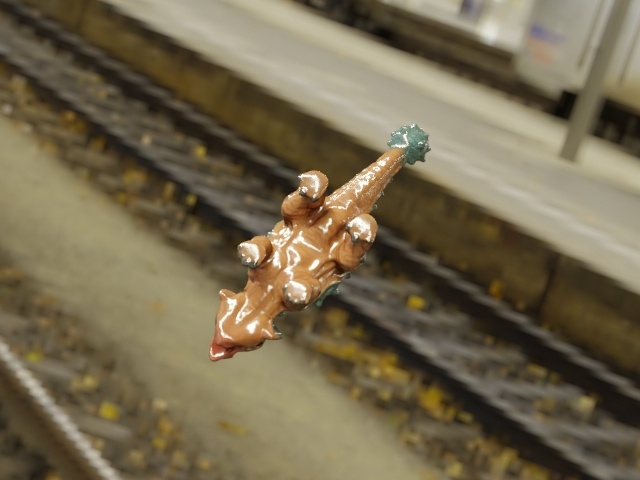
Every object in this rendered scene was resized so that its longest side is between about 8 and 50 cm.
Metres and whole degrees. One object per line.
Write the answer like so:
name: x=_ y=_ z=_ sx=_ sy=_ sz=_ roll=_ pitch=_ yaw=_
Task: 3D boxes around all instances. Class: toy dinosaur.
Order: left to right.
toy dinosaur: x=0.000 y=0.000 z=0.951 sx=0.049 sy=0.154 sz=0.055 roll=40 pitch=-14 yaw=14
